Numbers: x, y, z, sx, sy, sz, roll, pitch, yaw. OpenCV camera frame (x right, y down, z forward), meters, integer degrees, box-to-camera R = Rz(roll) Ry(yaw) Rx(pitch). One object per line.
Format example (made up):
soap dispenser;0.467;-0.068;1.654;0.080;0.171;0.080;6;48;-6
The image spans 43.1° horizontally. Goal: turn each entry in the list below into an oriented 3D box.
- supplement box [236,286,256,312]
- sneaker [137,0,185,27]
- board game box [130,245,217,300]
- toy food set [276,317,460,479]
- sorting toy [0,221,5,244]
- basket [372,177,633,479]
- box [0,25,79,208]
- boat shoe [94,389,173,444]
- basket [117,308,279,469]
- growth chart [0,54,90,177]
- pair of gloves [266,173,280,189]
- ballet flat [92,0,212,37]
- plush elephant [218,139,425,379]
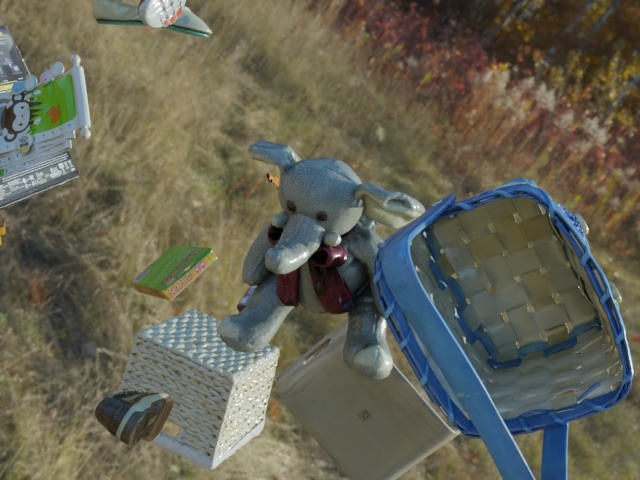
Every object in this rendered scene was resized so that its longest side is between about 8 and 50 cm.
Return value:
supplement box;-0.145;0.140;1.846;0.083;0.055;0.043;-55;135;-45
sneaker;-0.218;-0.345;1.108;0.065;0.061;0.158;15;48;12
board game box;-0.294;0.061;1.616;0.039;0.124;0.259;52;-21;-15
toy food set;0.089;0.315;1.543;0.306;0.220;0.092;49;17;-2
sorting toy;-0.802;0.017;1.634;0.307;0.041;0.229;-3;25;-18
basket;0.157;0.069;0.730;0.255;0.201;0.289;60;30;-10
box;-0.610;-0.199;1.390;0.318;0.097;0.395;67;19;-11
boat shoe;-0.337;0.305;1.463;0.095;0.095;0.257;26;-10;6
basket;-0.319;0.383;2.165;0.328;0.266;0.331;22;13;17
growth chart;-0.460;-0.182;1.263;0.172;0.237;0.021;67;9;21
pair of gloves;-0.053;-0.069;1.297;0.074;0.010;0.083;28;26;-55
ballet flat;-0.344;-0.472;1.663;0.248;0.086;0.086;7;19;-2
plush elephant;0.000;0.000;1.136;0.272;0.330;0.255;16;-24;26
